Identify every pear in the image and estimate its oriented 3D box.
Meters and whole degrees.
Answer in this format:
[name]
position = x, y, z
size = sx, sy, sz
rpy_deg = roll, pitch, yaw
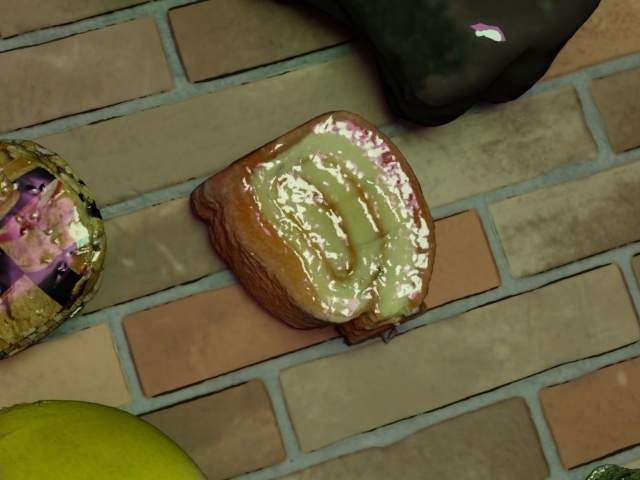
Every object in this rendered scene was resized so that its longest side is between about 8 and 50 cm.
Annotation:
[pear]
position = -0.193, 0.290, 0.873
size = 0.336, 0.285, 0.285
rpy_deg = 32, 77, -3

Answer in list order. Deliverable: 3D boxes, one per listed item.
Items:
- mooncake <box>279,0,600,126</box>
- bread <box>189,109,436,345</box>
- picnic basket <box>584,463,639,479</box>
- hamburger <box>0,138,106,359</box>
[mooncake]
position = 0.105, -0.310, 1.049
size = 0.350, 0.212, 0.381
rpy_deg = -36, 80, -14
[bread]
position = 0.011, -0.006, 1.029
size = 0.190, 0.123, 0.244
rpy_deg = -37, 87, -13
[picnic basket]
position = 0.325, 0.293, 0.976
size = 0.154, 0.196, 0.134
rpy_deg = 26, 80, -3
[hamburger]
position = -0.319, 0.004, 0.997
size = 0.231, 0.107, 0.231
rpy_deg = 0, 87, -5
